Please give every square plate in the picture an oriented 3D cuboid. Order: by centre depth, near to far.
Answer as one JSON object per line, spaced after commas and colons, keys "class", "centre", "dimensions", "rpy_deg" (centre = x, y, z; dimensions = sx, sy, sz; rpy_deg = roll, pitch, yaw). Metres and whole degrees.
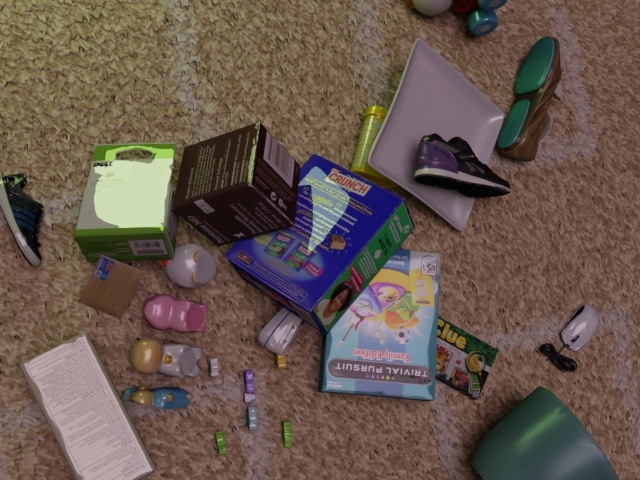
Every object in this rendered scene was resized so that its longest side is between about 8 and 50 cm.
{"class": "square plate", "centre": [0.278, -0.249, 1.837], "dimensions": [0.344, 0.049, 0.347], "rpy_deg": [32, 72, -32]}

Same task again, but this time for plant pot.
{"class": "plant pot", "centre": [0.480, 0.513, 1.694], "dimensions": [0.235, 0.293, 0.293], "rpy_deg": [-33, 90, -5]}

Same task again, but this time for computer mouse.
{"class": "computer mouse", "centre": [0.639, 0.234, 1.905], "dimensions": [0.106, 0.042, 0.193], "rpy_deg": [43, 72, -4]}

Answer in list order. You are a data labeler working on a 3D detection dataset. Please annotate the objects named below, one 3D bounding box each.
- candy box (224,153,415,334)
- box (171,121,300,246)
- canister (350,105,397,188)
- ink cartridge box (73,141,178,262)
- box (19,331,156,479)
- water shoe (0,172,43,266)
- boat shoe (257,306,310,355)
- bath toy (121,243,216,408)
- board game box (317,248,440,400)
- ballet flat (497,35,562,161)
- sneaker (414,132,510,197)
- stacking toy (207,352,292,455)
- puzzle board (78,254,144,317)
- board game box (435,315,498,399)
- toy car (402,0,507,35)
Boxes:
{"class": "candy box", "centre": [0.000, 0.000, 1.655], "dimensions": [0.268, 0.122, 0.317], "rpy_deg": [31, 73, 33]}
{"class": "box", "centre": [-0.173, -0.114, 1.608], "dimensions": [0.168, 0.203, 0.167], "rpy_deg": [43, 41, -46]}
{"class": "canister", "centre": [0.147, -0.221, 1.833], "dimensions": [0.126, 0.073, 0.169], "rpy_deg": [19, 77, -13]}
{"class": "ink cartridge box", "centre": [-0.399, -0.086, 1.626], "dimensions": [0.189, 0.097, 0.255], "rpy_deg": [-2, 53, 2]}
{"class": "box", "centre": [-0.466, 0.355, 1.534], "dimensions": [0.148, 0.121, 0.311], "rpy_deg": [-25, 88, -18]}
{"class": "water shoe", "centre": [-0.612, -0.047, 1.590], "dimensions": [0.080, 0.073, 0.203], "rpy_deg": [-24, 88, -20]}
{"class": "boat shoe", "centre": [-0.043, 0.162, 1.698], "dimensions": [0.076, 0.083, 0.226], "rpy_deg": [36, 72, 13]}
{"class": "bath toy", "centre": [-0.323, 0.172, 1.611], "dimensions": [0.151, 0.129, 0.348], "rpy_deg": [27, 71, -56]}
{"class": "board game box", "centre": [0.136, 0.185, 1.733], "dimensions": [0.254, 0.079, 0.336], "rpy_deg": [6, 76, -7]}
{"class": "ballet flat", "centre": [0.559, -0.352, 1.961], "dimensions": [0.124, 0.116, 0.342], "rpy_deg": [29, 73, -30]}
{"class": "sneaker", "centre": [0.347, -0.180, 1.797], "dimensions": [0.283, 0.107, 0.124], "rpy_deg": [12, 78, -35]}
{"class": "stacking toy", "centre": [-0.151, 0.349, 1.660], "dimensions": [0.167, 0.052, 0.221], "rpy_deg": [-4, 82, -16]}
{"class": "puzzle board", "centre": [-0.439, 0.097, 1.603], "dimensions": [0.096, 0.011, 0.128], "rpy_deg": [25, 113, -17]}
{"class": "board game box", "centre": [0.287, 0.260, 1.811], "dimensions": [0.260, 0.030, 0.136], "rpy_deg": [29, 72, -9]}
{"class": "toy car", "centre": [0.312, -0.635, 1.897], "dimensions": [0.238, 0.210, 0.219], "rpy_deg": [-11, 73, -5]}
